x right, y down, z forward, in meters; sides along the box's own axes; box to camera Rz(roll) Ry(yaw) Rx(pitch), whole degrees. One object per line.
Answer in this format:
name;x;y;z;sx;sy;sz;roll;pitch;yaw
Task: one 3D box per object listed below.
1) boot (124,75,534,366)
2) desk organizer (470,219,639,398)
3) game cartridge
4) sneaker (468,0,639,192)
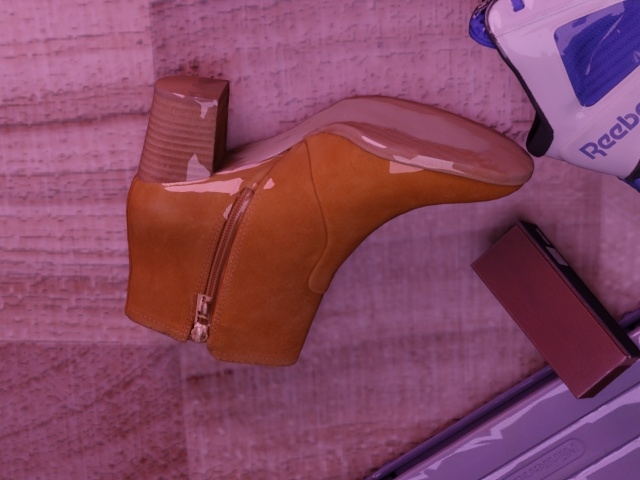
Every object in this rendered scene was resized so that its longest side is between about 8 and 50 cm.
boot;-0.001;0.000;1.070;0.295;0.104;0.211;10;115;9
desk organizer;0.173;0.051;1.052;0.050;0.047;0.130;-43;70;17
game cartridge;0.207;0.212;1.129;0.355;0.068;0.230;-34;105;17
sneaker;0.199;-0.176;0.960;0.182;0.127;0.315;11;111;1
